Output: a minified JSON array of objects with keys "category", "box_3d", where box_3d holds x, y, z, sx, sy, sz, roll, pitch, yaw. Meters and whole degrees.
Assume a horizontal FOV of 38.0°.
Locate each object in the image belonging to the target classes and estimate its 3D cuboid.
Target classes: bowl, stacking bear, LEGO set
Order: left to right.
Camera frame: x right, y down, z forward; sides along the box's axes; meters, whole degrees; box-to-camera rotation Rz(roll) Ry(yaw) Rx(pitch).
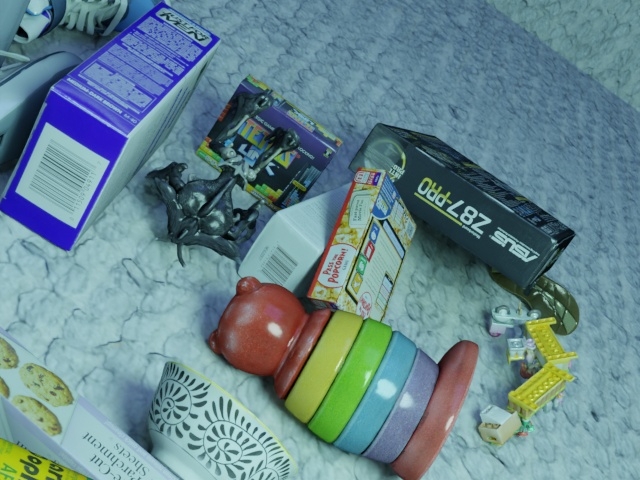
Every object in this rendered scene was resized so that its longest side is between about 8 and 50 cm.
[{"category":"bowl","box_3d":[-0.113,0.204,0.910,0.170,0.170,0.080,39,68,3]},{"category":"stacking bear","box_3d":[0.014,0.147,1.087,0.289,0.175,0.164,28,24,2]},{"category":"LEGO set","box_3d":[0.305,0.218,1.364,0.132,0.107,0.287,4,36,12]}]

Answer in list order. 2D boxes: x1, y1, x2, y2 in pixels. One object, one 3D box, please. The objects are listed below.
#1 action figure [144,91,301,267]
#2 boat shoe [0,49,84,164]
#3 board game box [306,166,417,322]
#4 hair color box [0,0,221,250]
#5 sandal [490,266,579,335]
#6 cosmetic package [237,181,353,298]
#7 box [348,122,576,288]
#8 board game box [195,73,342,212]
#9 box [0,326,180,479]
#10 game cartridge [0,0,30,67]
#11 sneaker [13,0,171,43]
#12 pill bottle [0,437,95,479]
[{"category":"action figure","box_3d":[-0.137,-0.066,1.224,0.164,0.141,0.276,41,57,-9]},{"category":"boat shoe","box_3d":[-0.423,-0.153,1.067,0.156,0.136,0.367,35,41,1]},{"category":"board game box","box_3d":[0.060,0.025,1.221,0.147,0.045,0.193,54,51,-52]},{"category":"hair color box","box_3d":[-0.254,-0.156,1.168,0.110,0.185,0.339,33,31,-5]},{"category":"sandal","box_3d":[0.372,0.089,1.605,0.180,0.072,0.049,39,10,9]},{"category":"cosmetic package","box_3d":[0.000,0.000,1.288,0.085,0.117,0.231,43,30,12]},{"category":"box","box_3d":[0.246,-0.062,1.498,0.318,0.097,0.395,38,14,13]},{"category":"board game box","box_3d":[-0.076,-0.136,1.363,0.170,0.141,0.048,35,31,-3]},{"category":"box","box_3d":[-0.269,0.159,0.861,0.324,0.063,0.067,40,33,4]},{"category":"game cartridge","box_3d":[-0.508,-0.348,1.152,0.294,0.196,0.060,24,33,-20]},{"category":"sneaker","box_3d":[-0.376,-0.335,1.357,0.322,0.130,0.236,25,43,-28]},{"category":"pill bottle","box_3d":[-0.226,0.240,0.748,0.208,0.117,0.117,29,32,-13]}]
